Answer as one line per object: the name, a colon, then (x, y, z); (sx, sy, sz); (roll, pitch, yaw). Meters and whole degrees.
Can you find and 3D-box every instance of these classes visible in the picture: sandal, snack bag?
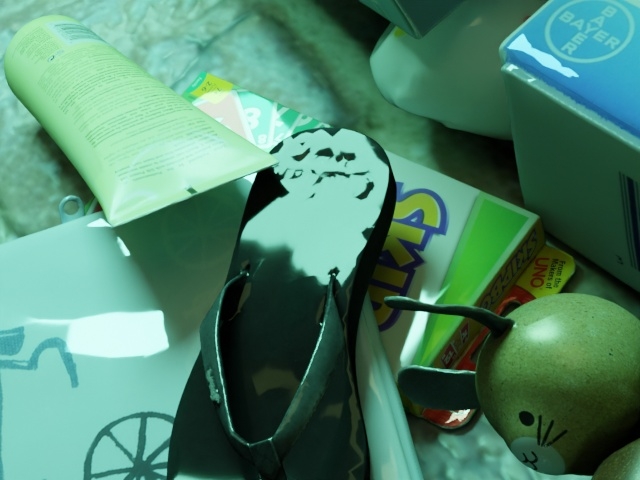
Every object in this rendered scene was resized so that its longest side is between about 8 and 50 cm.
sandal: (-0.021, 0.049, 0.857); (0.097, 0.054, 0.254); (-1, 59, 13)
snack bag: (-0.114, 0.119, 0.892); (0.343, 0.037, 0.323); (-18, 57, 2)

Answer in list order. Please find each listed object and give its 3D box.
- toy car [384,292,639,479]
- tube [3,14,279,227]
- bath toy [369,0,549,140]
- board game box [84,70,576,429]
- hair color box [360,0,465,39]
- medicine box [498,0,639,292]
toy car: (0.112, 0.082, 0.784); (0.188, 0.155, 0.149); (22, 61, 18)
tube: (-0.114, -0.064, 0.983); (0.070, 0.062, 0.240); (-58, 34, 4)
bath toy: (0.159, -0.191, 1.023); (0.129, 0.151, 0.348); (35, 64, -5)
board game box: (0.000, 0.000, 0.972); (0.259, 0.039, 0.124); (26, 65, 27)
hair color box: (0.017, -0.268, 1.024); (0.185, 0.113, 0.374); (-40, 35, -4)
medicine box: (0.283, -0.078, 0.882); (0.289, 0.149, 0.263); (-43, 55, -17)
